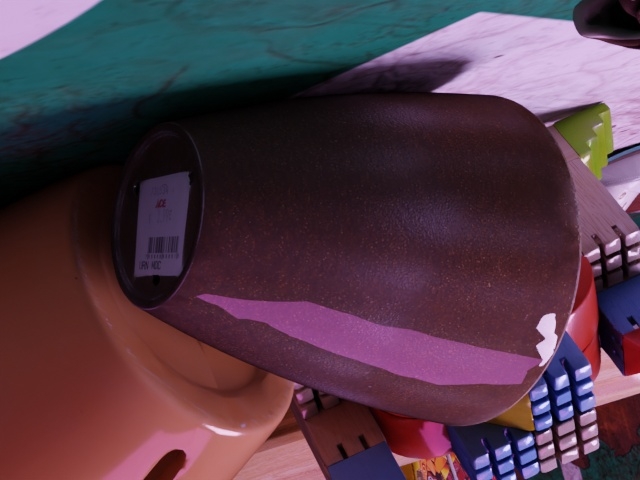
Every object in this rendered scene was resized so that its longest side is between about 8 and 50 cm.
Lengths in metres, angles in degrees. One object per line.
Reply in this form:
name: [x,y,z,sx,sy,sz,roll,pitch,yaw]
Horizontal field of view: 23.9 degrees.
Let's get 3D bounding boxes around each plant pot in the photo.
plant pot: [-0.156,0.086,0.983,0.203,0.291,0.291,-37,164,26]
plant pot: [0.000,0.000,0.911,0.230,0.215,0.215,7,161,-35]

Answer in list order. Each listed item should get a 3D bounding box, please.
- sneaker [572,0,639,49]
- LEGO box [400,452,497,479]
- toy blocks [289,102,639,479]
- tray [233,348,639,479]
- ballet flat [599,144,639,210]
sneaker: [0.184,-0.127,0.732,0.071,0.066,0.188,-12,172,-12]
LEGO box: [-0.085,0.220,1.626,0.500,0.373,0.193,-17,166,25]
toy blocks: [0.114,0.072,1.145,0.381,0.261,0.191,-23,134,-8]
tray: [0.070,0.103,1.325,0.410,0.076,0.203,-18,-150,2]
ballet flat: [0.284,-0.048,1.586,0.213,0.068,0.072,-17,173,19]
